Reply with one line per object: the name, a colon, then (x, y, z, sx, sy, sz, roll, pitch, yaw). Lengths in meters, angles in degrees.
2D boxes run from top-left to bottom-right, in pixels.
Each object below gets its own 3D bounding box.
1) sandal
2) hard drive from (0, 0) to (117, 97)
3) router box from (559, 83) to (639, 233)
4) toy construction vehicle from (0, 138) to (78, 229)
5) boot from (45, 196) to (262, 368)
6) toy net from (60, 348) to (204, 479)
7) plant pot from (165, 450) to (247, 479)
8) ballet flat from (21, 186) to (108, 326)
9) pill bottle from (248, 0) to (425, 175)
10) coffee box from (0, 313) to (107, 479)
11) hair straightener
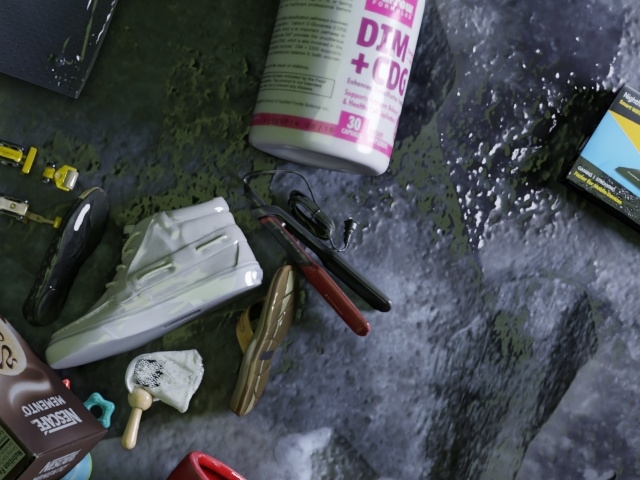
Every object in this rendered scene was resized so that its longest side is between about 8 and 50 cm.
sandal: (-0.073, 0.109, 1.572, 0.049, 0.072, 0.180, 21, 90, 19)
hard drive: (-0.308, -0.304, 1.549, 0.172, 0.054, 0.255, 18, 89, -29)
router box: (0.388, -0.077, 1.613, 0.179, 0.046, 0.133, 32, 85, -1)
toy construction vehicle: (-0.331, -0.061, 1.580, 0.098, 0.035, 0.086, 15, 75, -5)
boot: (-0.202, 0.045, 1.560, 0.258, 0.095, 0.123, -23, 78, -9)
toy net: (-0.240, 0.184, 1.566, 0.232, 0.045, 0.122, -34, 84, -7)
plant pot: (-0.120, 0.350, 1.489, 0.191, 0.191, 0.174, 39, 88, -1)
ballet flat: (-0.292, 0.015, 1.569, 0.057, 0.049, 0.173, 35, 77, -44)
pill bottle: (0.026, -0.226, 1.542, 0.160, 0.160, 0.283, 13, 86, -3)
coffee box: (-0.389, 0.144, 1.460, 0.297, 0.168, 0.119, 46, 102, 10)
hair straightener: (0.000, 0.000, 1.596, 0.230, 0.047, 0.089, 46, 66, 5)
